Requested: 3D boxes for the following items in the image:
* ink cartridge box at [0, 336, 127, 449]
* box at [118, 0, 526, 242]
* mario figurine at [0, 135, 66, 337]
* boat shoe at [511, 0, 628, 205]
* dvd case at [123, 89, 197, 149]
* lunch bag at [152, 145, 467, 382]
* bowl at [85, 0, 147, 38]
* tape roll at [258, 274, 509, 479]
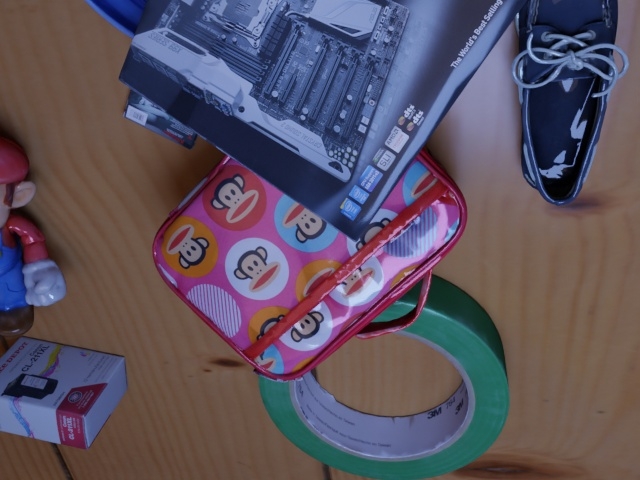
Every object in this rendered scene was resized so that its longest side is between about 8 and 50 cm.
[{"bbox_3d":[-0.399,0.223,0.862,0.175,0.127,0.072,10,121,5],"label":"ink cartridge box"},{"bbox_3d":[0.014,-0.189,0.434,0.243,0.076,0.307,35,118,1],"label":"box"},{"bbox_3d":[-0.435,0.008,0.704,0.170,0.198,0.320,46,137,30],"label":"mario figurine"},{"bbox_3d":[0.223,-0.154,0.533,0.095,0.079,0.254,3,121,10],"label":"boat shoe"},{"bbox_3d":[-0.164,-0.170,0.643,0.087,0.013,0.119,26,121,-4],"label":"dvd case"},{"bbox_3d":[0.000,0.000,0.609,0.293,0.120,0.258,-43,93,16],"label":"lunch bag"},{"bbox_3d":[-0.076,-0.344,0.481,0.392,0.077,0.390,5,122,8],"label":"bowl"},{"bbox_3d":[0.081,0.184,0.772,0.322,0.077,0.321,5,123,9],"label":"tape roll"}]
